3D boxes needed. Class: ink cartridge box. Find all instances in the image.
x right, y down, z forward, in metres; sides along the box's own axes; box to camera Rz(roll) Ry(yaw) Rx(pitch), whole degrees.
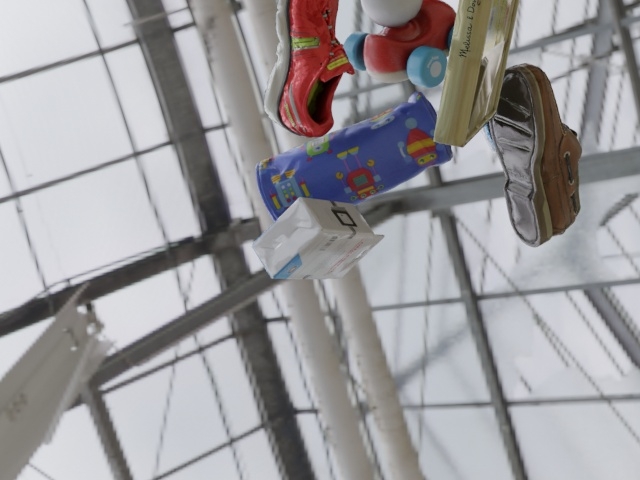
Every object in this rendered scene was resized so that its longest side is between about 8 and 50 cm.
[{"bbox_3d":[0.000,0.000,1.525,0.060,0.104,0.180,55,-157,21],"label":"ink cartridge box"}]

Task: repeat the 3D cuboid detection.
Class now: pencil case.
[{"bbox_3d":[0.053,-0.123,1.677,0.119,0.306,0.133,58,-167,-38],"label":"pencil case"}]

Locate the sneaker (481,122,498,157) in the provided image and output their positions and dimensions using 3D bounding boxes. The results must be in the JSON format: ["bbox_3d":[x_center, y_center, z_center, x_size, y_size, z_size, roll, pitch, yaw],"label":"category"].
[{"bbox_3d":[0.279,-0.213,1.838,0.071,0.083,0.191,0,-115,-25],"label":"sneaker"}]

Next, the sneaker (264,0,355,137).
[{"bbox_3d":[0.004,-0.281,1.593,0.107,0.118,0.279,-18,-54,-44],"label":"sneaker"}]

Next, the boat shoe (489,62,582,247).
[{"bbox_3d":[0.334,-0.141,1.673,0.104,0.110,0.307,-27,-51,-20],"label":"boat shoe"}]

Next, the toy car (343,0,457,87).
[{"bbox_3d":[0.154,-0.430,2.019,0.210,0.219,0.238,-36,-52,-26],"label":"toy car"}]

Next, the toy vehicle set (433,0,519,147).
[{"bbox_3d":[0.186,-0.251,1.223,0.166,0.035,0.267,-41,-36,-62],"label":"toy vehicle set"}]
